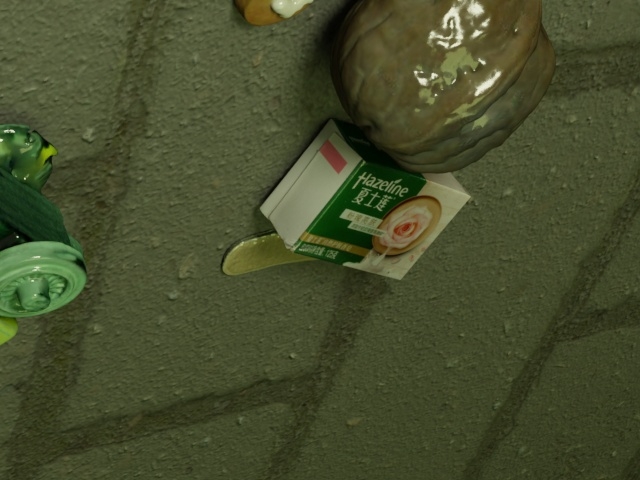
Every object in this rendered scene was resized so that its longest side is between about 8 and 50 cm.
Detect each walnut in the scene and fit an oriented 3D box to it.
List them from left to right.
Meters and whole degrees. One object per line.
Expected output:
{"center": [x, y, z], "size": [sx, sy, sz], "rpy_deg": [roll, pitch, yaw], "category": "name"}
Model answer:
{"center": [0.119, -0.178, 1.683], "size": [0.224, 0.224, 0.224], "rpy_deg": [-21, 147, -15], "category": "walnut"}

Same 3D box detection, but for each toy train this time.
{"center": [-0.394, -0.017, 1.508], "size": [0.272, 0.179, 0.442], "rpy_deg": [-30, 149, 12], "category": "toy train"}

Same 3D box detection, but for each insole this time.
{"center": [0.000, 0.000, 1.993], "size": [0.248, 0.011, 0.081], "rpy_deg": [-13, 144, -26], "category": "insole"}

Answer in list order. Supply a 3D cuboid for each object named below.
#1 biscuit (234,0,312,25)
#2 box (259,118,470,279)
{"center": [-0.038, -0.308, 1.511], "size": [0.216, 0.047, 0.340], "rpy_deg": [-32, 148, 0], "category": "biscuit"}
{"center": [0.051, -0.042, 1.905], "size": [0.199, 0.081, 0.135], "rpy_deg": [13, 123, -49], "category": "box"}
